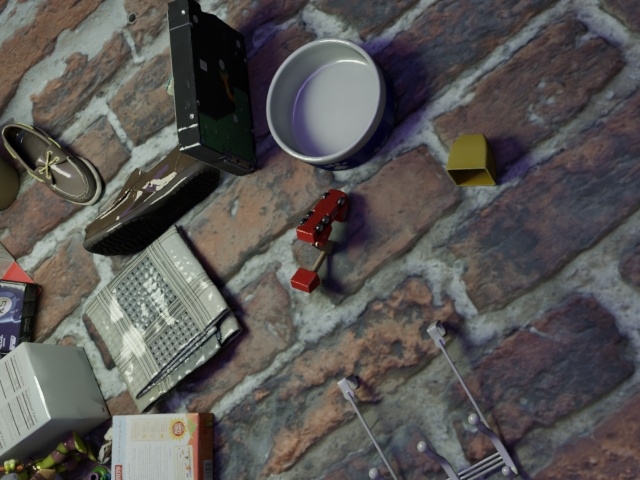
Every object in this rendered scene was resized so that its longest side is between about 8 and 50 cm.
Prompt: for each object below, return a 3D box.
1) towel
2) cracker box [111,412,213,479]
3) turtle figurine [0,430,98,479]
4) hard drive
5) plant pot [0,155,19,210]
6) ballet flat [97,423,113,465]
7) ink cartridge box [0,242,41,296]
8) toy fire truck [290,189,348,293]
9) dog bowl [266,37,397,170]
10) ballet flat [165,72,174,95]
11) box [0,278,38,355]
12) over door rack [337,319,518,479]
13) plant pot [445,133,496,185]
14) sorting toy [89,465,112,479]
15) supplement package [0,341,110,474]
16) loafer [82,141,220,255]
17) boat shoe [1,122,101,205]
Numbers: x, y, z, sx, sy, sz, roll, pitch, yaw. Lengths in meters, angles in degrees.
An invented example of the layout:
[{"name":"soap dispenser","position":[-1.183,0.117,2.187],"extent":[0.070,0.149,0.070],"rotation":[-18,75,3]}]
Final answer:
[{"name":"towel","position":[-0.364,0.174,1.878],"extent":[0.312,0.056,0.324],"rotation":[-41,65,7]},{"name":"cracker box","position":[-0.348,0.460,1.834],"extent":[0.232,0.067,0.156],"rotation":[-7,77,24]},{"name":"turtle figurine","position":[-0.622,0.533,1.903],"extent":[0.217,0.270,0.087],"rotation":[-33,44,-9]},{"name":"hard drive","position":[-0.235,-0.329,1.823],"extent":[0.064,0.237,0.339],"rotation":[-14,76,24]},{"name":"plant pot","position":[-0.906,-0.160,2.100],"extent":[0.256,0.274,0.257],"rotation":[-5,78,25]},{"name":"ballet flat","position":[-0.482,0.464,1.914],"extent":[0.041,0.041,0.114],"rotation":[21,90,27]},{"name":"ink cartridge box","position":[-0.887,0.159,2.153],"extent":[0.261,0.066,0.296],"rotation":[40,99,27]},{"name":"toy fire truck","position":[0.000,0.000,1.727],"extent":[0.047,0.135,0.192],"rotation":[18,50,28]},{"name":"dog bowl","position":[0.024,-0.284,1.761],"extent":[0.264,0.104,0.265],"rotation":[-5,79,26]},{"name":"ballet flat","position":[-0.320,-0.422,1.992],"extent":[0.052,0.057,0.168],"rotation":[19,93,0]},{"name":"box","position":[-0.792,0.187,2.061],"extent":[0.147,0.077,0.180],"rotation":[7,88,5]},{"name":"over door rack","position":[0.186,0.345,1.570],"extent":[0.239,0.108,0.324],"rotation":[-33,68,17]},{"name":"plant pot","position":[0.296,-0.160,1.622],"extent":[0.081,0.081,0.083],"rotation":[0,70,26]},{"name":"sorting toy","position":[-0.498,0.557,1.904],"extent":[0.102,0.042,0.061],"rotation":[41,100,26]},{"name":"supplement package","position":[-0.674,0.390,1.931],"extent":[0.262,0.199,0.198],"rotation":[-36,67,16]},{"name":"loafer","position":[-0.399,-0.095,1.933],"extent":[0.365,0.134,0.130],"rotation":[-33,64,7]},{"name":"boat shoe","position":[-0.678,-0.194,2.093],"extent":[0.324,0.096,0.117],"rotation":[38,98,26]}]
